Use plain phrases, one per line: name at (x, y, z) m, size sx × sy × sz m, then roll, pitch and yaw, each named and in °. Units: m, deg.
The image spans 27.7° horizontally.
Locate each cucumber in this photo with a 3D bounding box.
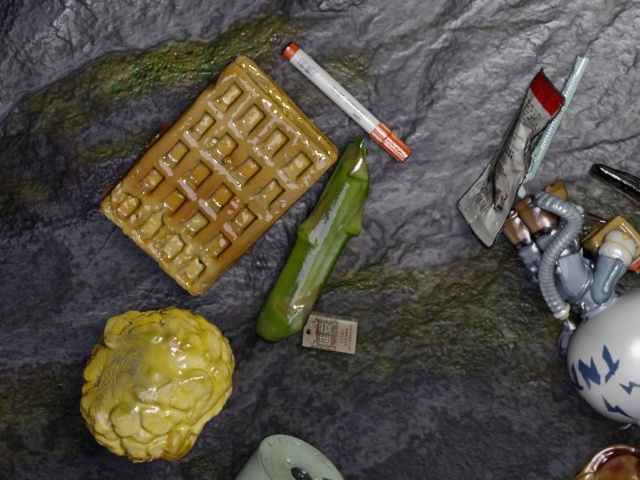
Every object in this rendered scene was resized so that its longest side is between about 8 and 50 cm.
cucumber at (0.444, -0.073, 1.832) m, size 0.135 × 0.033 × 0.034 m, roll 37°, pitch 72°, yaw 0°

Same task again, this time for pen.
pen at (0.039, -0.200, 1.883) m, size 0.239 × 0.028 × 0.028 m, roll 42°, pitch 110°, yaw -2°

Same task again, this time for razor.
razor at (0.322, -0.161, 1.822) m, size 0.036 × 0.084 × 0.211 m, roll 27°, pitch 101°, yaw -15°

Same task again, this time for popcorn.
popcorn at (-0.257, 0.214, 1.979) m, size 0.250 × 0.190 × 0.250 m, roll -6°, pitch 64°, yaw 12°

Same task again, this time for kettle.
kettle at (-0.067, 0.461, 2.044) m, size 0.240 × 0.165 × 0.255 m, roll 23°, pitch 113°, yaw -26°

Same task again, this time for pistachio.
pistachio at (0.460, 0.383, 1.915) m, size 0.210 × 0.130 × 0.165 m, roll -7°, pitch 102°, yaw 5°

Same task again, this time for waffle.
waffle at (-0.152, -0.090, 1.923) m, size 0.224 × 0.098 × 0.327 m, roll 46°, pitch 109°, yaw -2°

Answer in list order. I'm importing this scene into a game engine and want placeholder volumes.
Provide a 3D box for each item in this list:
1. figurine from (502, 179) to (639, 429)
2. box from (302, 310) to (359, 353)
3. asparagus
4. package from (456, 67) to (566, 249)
figurine at (0.397, 0.097, 1.811) m, size 0.186 × 0.261 × 0.382 m, roll -30°, pitch 86°, yaw -18°
box at (0.016, 0.140, 1.992) m, size 0.083 × 0.024 × 0.053 m, roll 6°, pitch 108°, yaw 9°
asparagus at (0.001, 0.001, 1.923) m, size 0.085 × 0.082 × 0.343 m, roll 16°, pitch 106°, yaw -37°
package at (0.263, -0.115, 1.796) m, size 0.030 × 0.154 × 0.239 m, roll 18°, pitch 112°, yaw -15°
